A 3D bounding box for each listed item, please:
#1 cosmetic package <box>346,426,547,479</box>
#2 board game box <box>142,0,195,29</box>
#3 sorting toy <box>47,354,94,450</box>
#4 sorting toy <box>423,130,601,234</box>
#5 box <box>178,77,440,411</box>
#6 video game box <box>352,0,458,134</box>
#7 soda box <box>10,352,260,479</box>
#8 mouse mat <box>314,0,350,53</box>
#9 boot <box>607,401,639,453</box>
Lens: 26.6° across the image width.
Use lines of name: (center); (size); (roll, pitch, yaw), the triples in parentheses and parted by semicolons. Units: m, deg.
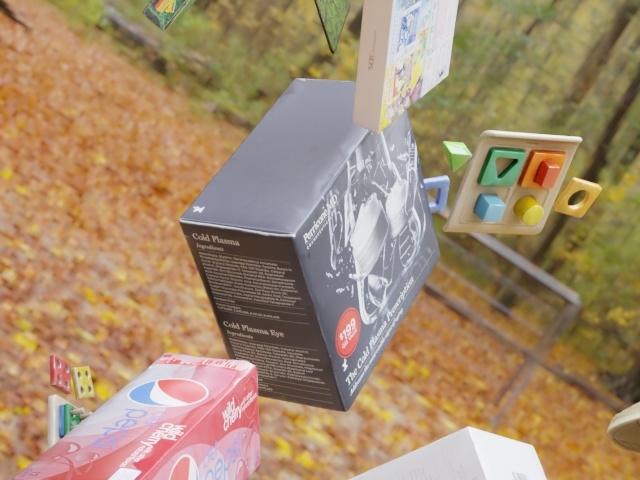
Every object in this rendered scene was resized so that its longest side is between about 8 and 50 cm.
cosmetic package: (0.133, 0.324, 1.544); (0.224, 0.225, 0.138); (27, 38, -60)
board game box: (-0.071, -0.307, 1.273); (0.030, 0.259, 0.136); (39, 7, -10)
sorting toy: (-0.331, 0.288, 1.909); (0.132, 0.046, 0.274); (51, 29, -56)
sorting toy: (0.301, -0.078, 2.082); (0.348, 0.196, 0.047); (1, 38, -27)
box: (0.000, 0.000, 1.868); (0.179, 0.343, 0.312); (6, -48, 29)
video game box: (0.111, -0.262, 1.697); (0.048, 0.205, 0.187); (22, 40, 22)
soda box: (-0.120, 0.164, 0.964); (0.084, 0.092, 0.263); (3, 14, 16)
mouse mat: (0.006, -0.335, 1.709); (0.189, 0.007, 0.152); (-77, 152, -59)
boot: (0.436, 0.154, 1.608); (0.077, 0.213, 0.165); (42, 36, -31)
